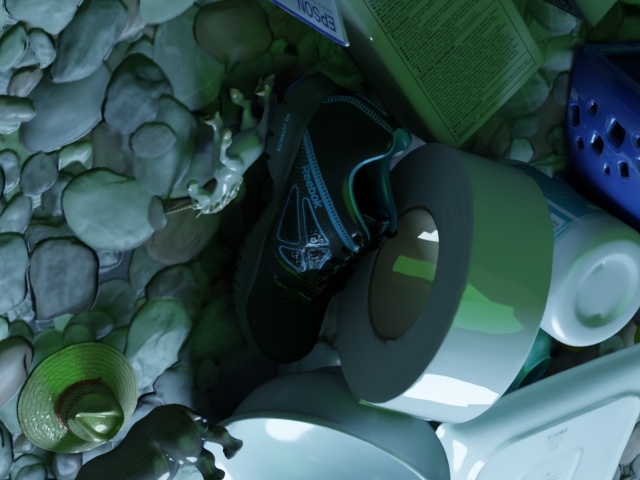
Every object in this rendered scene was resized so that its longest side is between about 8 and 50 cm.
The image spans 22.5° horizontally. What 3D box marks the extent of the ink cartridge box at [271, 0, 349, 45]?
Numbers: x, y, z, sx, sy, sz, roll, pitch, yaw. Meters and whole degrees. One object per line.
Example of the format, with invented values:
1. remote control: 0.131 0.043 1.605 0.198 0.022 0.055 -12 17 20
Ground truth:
1. ink cartridge box: -0.066 -0.367 1.354 0.071 0.324 0.330 -29 128 -17

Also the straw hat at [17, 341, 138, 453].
1. straw hat: -0.243 0.182 1.707 0.144 0.061 0.144 -17 124 -27

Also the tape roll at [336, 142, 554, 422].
1. tape roll: 0.125 0.046 1.684 0.100 0.286 0.286 16 105 -24

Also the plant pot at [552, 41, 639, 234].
1. plant pot: 0.429 -0.095 1.919 0.236 0.236 0.212 -5 124 -32

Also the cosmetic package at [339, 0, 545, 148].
1. cosmetic package: 0.093 -0.253 1.669 0.160 0.113 0.309 -44 131 -7

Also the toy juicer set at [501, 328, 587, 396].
1. toy juicer set: 0.255 0.139 2.031 0.209 0.089 0.329 -10 136 -54

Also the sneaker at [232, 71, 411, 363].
1. sneaker: 0.000 0.000 1.701 0.125 0.139 0.341 -32 140 -48

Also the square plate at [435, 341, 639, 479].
1. square plate: 0.275 0.295 2.071 0.347 0.049 0.344 -18 142 -25

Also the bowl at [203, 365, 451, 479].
1. bowl: 0.026 0.236 1.822 0.298 0.298 0.134 59 41 -40

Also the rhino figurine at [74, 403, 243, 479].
1. rhino figurine: -0.206 0.266 1.738 0.243 0.073 0.106 -40 110 13

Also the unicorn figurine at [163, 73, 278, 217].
1. unicorn figurine: -0.091 -0.093 1.660 0.162 0.060 0.111 -34 140 -22

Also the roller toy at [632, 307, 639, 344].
1. roller toy: 0.510 0.072 2.115 0.209 0.146 0.191 12 114 -28

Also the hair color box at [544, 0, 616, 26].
1. hair color box: 0.239 -0.421 1.678 0.185 0.113 0.374 -46 131 -4

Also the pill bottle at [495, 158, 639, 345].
1. pill bottle: 0.236 0.000 1.806 0.146 0.264 0.146 -16 123 -26
